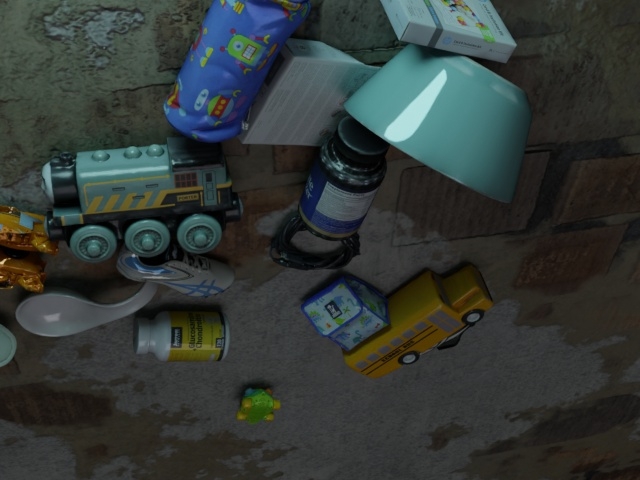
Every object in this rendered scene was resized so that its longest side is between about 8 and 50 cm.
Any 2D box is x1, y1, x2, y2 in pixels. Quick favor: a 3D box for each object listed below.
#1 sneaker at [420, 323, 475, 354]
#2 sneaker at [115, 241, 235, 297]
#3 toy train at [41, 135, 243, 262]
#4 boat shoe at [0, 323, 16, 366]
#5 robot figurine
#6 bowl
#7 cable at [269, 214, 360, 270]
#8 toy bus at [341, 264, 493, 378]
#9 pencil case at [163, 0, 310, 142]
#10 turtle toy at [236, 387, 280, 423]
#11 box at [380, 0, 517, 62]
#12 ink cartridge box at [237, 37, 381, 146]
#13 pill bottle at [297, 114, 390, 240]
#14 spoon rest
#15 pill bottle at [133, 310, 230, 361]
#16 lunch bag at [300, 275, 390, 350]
[{"bbox_3d":[0.265,0.223,1.990,0.234,0.078,0.106,-39,132,21],"label":"sneaker"},{"bbox_3d":[-0.262,0.048,1.618,0.237,0.085,0.086,12,136,-31],"label":"sneaker"},{"bbox_3d":[-0.297,-0.076,1.442,0.334,0.142,0.190,-6,126,-10],"label":"toy train"},{"bbox_3d":[-0.720,0.166,1.599,0.303,0.091,0.114,26,80,-36],"label":"boat shoe"},{"bbox_3d":[-0.601,0.004,1.458,0.291,0.085,0.211,9,132,-27],"label":"robot figurine"},{"bbox_3d":[0.210,-0.206,1.364,0.312,0.311,0.163,21,107,-35],"label":"bowl"},{"bbox_3d":[0.000,0.000,1.689,0.185,0.047,0.150,12,127,-26],"label":"cable"},{"bbox_3d":[0.207,0.172,1.893,0.333,0.108,0.130,-37,133,23],"label":"toy bus"},{"bbox_3d":[-0.122,-0.277,1.275,0.133,0.119,0.306,24,128,-14],"label":"pencil case"},{"bbox_3d":[-0.156,0.394,2.050,0.095,0.066,0.130,7,134,-23],"label":"turtle toy"},{"bbox_3d":[0.186,-0.337,1.292,0.186,0.145,0.038,7,134,-24],"label":"box"},{"bbox_3d":[-0.012,-0.238,1.425,0.232,0.066,0.189,-8,145,-44],"label":"ink cartridge box"},{"bbox_3d":[0.044,-0.109,1.501,0.123,0.122,0.219,1,141,-19],"label":"pill bottle"},{"bbox_3d":[-0.443,0.120,1.641,0.276,0.084,0.137,-18,139,1],"label":"spoon rest"},{"bbox_3d":[-0.284,0.195,1.760,0.184,0.103,0.103,2,136,-21],"label":"pill bottle"},{"bbox_3d":[0.053,0.148,1.833,0.129,0.096,0.151,-37,121,25],"label":"lunch bag"}]
